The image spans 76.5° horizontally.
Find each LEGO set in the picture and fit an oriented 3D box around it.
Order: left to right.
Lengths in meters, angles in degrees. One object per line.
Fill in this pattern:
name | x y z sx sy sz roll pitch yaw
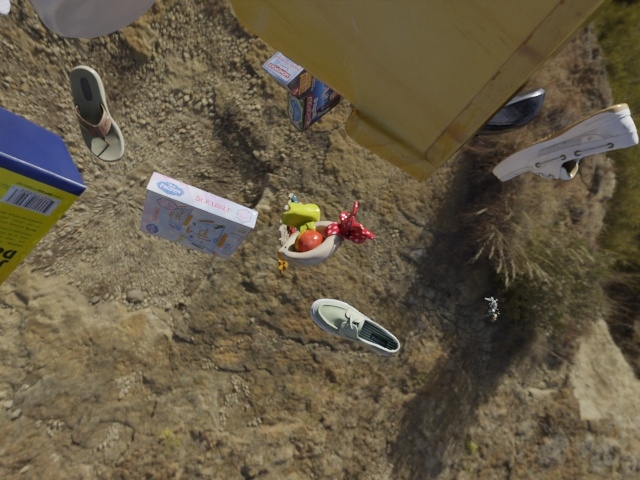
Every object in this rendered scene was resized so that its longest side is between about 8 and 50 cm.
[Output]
LEGO set | 0.421 0.168 0.985 0.083 0.023 0.054 31 85 -39

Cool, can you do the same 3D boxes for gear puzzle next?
gear puzzle | -0.103 -0.017 1.405 0.044 0.338 0.175 2 128 7

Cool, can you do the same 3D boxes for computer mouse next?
computer mouse | 0.374 -0.265 0.917 0.273 0.188 0.072 -20 105 0

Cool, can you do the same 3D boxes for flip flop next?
flip flop | -0.662 -0.364 1.189 0.112 0.080 0.276 -10 111 -10

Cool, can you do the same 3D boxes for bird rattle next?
bird rattle | 0.000 0.000 1.064 0.207 0.254 0.143 -49 135 -29

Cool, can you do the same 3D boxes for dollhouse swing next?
dollhouse swing | 0.135 -0.298 0.409 0.305 0.347 0.315 45 49 6

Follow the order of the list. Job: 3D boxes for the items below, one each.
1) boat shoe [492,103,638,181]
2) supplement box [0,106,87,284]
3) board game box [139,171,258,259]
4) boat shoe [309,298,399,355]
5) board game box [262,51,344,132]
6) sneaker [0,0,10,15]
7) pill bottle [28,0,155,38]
boat shoe | 0.475 -0.164 0.816 0.098 0.277 0.096 -21 86 -28
supplement box | -0.687 -0.070 0.805 0.356 0.194 0.195 -45 152 7
board game box | -0.403 -0.061 1.307 0.318 0.319 0.065 21 61 -20
boat shoe | 0.112 0.263 1.264 0.303 0.094 0.109 25 70 1
board game box | -0.016 -0.298 0.725 0.060 0.194 0.194 40 64 14
sneaker | -0.856 -0.549 0.960 0.153 0.101 0.268 -7 63 -1
pill bottle | -0.353 -0.436 0.506 0.169 0.169 0.301 -35 104 -19
